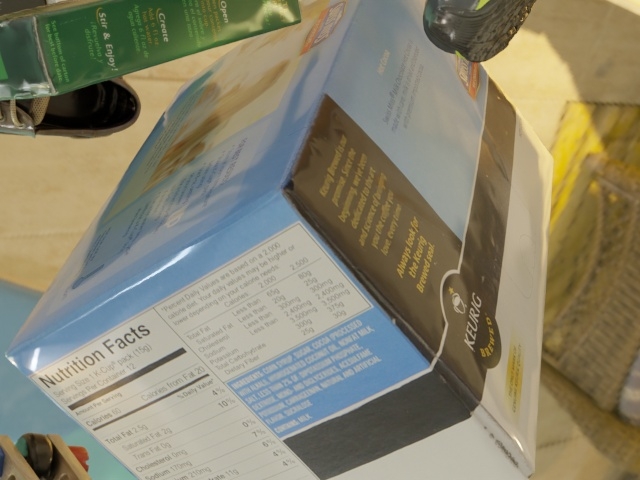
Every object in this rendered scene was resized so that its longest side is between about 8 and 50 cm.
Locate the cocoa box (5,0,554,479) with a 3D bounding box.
[{"bbox_3d":[0.000,0.000,0.738,0.231,0.347,0.228,-29,114,30],"label":"cocoa box"}]

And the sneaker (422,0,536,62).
[{"bbox_3d":[0.074,-0.214,0.530,0.111,0.121,0.300,112,-8,-59],"label":"sneaker"}]

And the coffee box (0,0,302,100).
[{"bbox_3d":[-0.109,-0.114,0.581,0.184,0.113,0.040,-28,113,-45],"label":"coffee box"}]

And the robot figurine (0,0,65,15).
[{"bbox_3d":[-0.475,-0.393,1.583,0.278,0.173,0.209,-14,140,-11],"label":"robot figurine"}]

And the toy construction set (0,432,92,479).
[{"bbox_3d":[-0.259,0.280,0.940,0.309,0.237,0.257,42,65,-27],"label":"toy construction set"}]

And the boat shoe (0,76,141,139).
[{"bbox_3d":[-0.336,-0.177,1.155,0.355,0.130,0.132,-3,104,-52],"label":"boat shoe"}]
